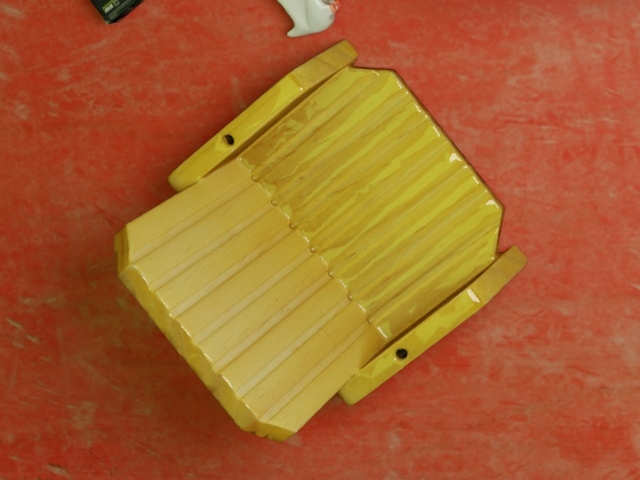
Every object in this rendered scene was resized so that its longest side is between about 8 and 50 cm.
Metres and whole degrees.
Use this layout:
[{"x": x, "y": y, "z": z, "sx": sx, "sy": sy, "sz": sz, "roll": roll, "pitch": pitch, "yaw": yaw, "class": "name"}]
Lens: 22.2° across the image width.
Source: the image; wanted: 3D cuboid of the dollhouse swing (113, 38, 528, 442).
[{"x": 0.000, "y": 0.000, "z": 1.842, "sx": 0.315, "sy": 0.305, "sz": 0.347, "roll": -39, "pitch": 89, "yaw": 18, "class": "dollhouse swing"}]

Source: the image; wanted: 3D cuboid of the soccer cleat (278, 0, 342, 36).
[{"x": -0.046, "y": -0.332, "z": 1.913, "sx": 0.076, "sy": 0.068, "sz": 0.196, "roll": -22, "pitch": 97, "yaw": 20, "class": "soccer cleat"}]

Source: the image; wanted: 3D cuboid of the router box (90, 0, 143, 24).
[{"x": -0.235, "y": -0.333, "z": 1.974, "sx": 0.122, "sy": 0.038, "sz": 0.092, "roll": -36, "pitch": 91, "yaw": 18, "class": "router box"}]
